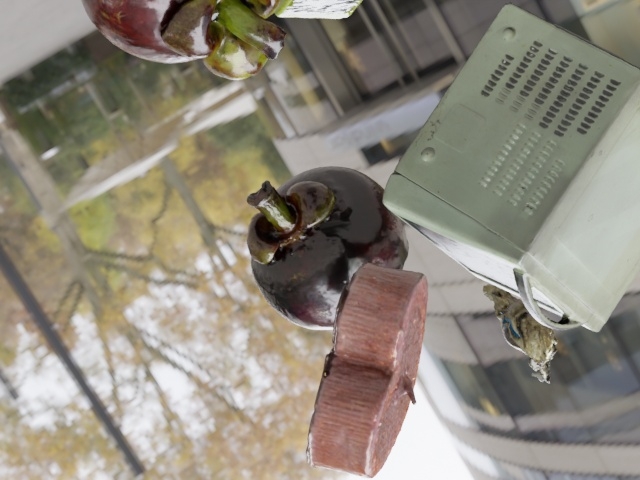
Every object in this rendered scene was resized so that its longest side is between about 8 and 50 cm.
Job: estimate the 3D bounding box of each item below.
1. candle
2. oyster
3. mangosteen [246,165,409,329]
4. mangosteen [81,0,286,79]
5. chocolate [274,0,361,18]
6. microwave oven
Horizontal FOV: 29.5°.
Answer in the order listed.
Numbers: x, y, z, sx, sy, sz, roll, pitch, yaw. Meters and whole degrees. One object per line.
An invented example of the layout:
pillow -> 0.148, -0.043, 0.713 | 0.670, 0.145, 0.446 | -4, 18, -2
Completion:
candle -> 0.091, 0.209, 1.836 | 0.287, 0.131, 0.317 | 59, 47, -70
oyster -> 0.378, 0.158, 2.268 | 0.083, 0.223, 0.214 | -35, 154, 5
mangosteen -> 0.013, 0.005, 2.165 | 0.297, 0.297, 0.293 | -34, 157, -19
mangosteen -> -0.136, -0.272, 1.300 | 0.215, 0.257, 0.215 | -43, 167, -13
chocolate -> -0.013, -0.496, 1.781 | 0.137, 0.289, 0.301 | -17, 175, -18
microwave oven -> 0.300, -0.081, 1.637 | 0.333, 0.247, 0.394 | -57, 149, 0
